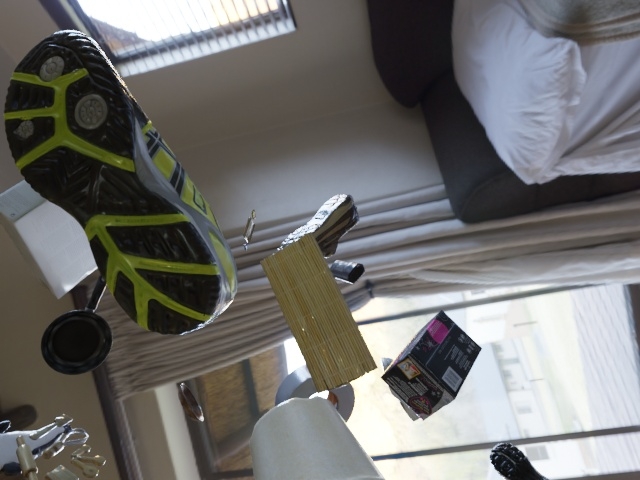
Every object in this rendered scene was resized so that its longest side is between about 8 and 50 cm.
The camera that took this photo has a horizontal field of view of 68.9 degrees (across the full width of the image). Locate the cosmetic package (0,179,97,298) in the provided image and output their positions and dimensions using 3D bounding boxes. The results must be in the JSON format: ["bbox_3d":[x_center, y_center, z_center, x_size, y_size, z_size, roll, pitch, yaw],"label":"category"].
[{"bbox_3d":[-0.669,-0.047,1.265,0.284,0.097,0.377,-46,-15,-34],"label":"cosmetic package"}]

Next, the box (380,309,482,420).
[{"bbox_3d":[0.307,0.336,1.275,0.163,0.142,0.247,45,-141,11],"label":"box"}]

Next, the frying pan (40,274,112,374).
[{"bbox_3d":[-0.753,0.249,1.443,0.053,0.197,0.326,-4,88,57],"label":"frying pan"}]

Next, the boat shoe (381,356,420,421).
[{"bbox_3d":[0.317,0.538,1.721,0.320,0.103,0.118,58,-170,-23],"label":"boat shoe"}]

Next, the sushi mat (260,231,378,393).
[{"bbox_3d":[-0.011,0.151,0.977,0.019,0.151,0.317,5,-124,-63],"label":"sushi mat"}]

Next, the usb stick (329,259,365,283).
[{"bbox_3d":[0.090,0.109,1.674,0.045,0.077,0.278,38,172,-12],"label":"usb stick"}]

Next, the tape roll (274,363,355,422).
[{"bbox_3d":[-0.014,0.452,1.306,0.072,0.219,0.219,33,144,60],"label":"tape roll"}]

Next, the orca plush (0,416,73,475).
[{"bbox_3d":[-0.868,0.587,1.321,0.151,0.102,0.287,49,-161,4],"label":"orca plush"}]

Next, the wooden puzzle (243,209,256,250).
[{"bbox_3d":[-0.227,-0.034,1.474,0.078,0.014,0.116,84,-160,-67],"label":"wooden puzzle"}]

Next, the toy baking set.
[{"bbox_3d":[-0.669,0.541,1.191,0.196,0.256,0.030,23,-83,-53],"label":"toy baking set"}]

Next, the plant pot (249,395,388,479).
[{"bbox_3d":[-0.011,0.525,1.003,0.305,0.333,0.334,53,167,51],"label":"plant pot"}]

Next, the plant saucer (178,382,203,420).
[{"bbox_3d":[-0.613,0.763,2.178,0.199,0.036,0.198,55,168,18],"label":"plant saucer"}]

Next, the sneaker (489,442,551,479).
[{"bbox_3d":[0.541,0.630,1.156,0.108,0.100,0.271,55,178,-34],"label":"sneaker"}]

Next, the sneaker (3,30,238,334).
[{"bbox_3d":[-0.230,-0.065,0.556,0.385,0.145,0.147,61,-176,5],"label":"sneaker"}]

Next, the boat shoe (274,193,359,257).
[{"bbox_3d":[0.000,0.000,1.516,0.130,0.355,0.132,52,167,-22],"label":"boat shoe"}]
